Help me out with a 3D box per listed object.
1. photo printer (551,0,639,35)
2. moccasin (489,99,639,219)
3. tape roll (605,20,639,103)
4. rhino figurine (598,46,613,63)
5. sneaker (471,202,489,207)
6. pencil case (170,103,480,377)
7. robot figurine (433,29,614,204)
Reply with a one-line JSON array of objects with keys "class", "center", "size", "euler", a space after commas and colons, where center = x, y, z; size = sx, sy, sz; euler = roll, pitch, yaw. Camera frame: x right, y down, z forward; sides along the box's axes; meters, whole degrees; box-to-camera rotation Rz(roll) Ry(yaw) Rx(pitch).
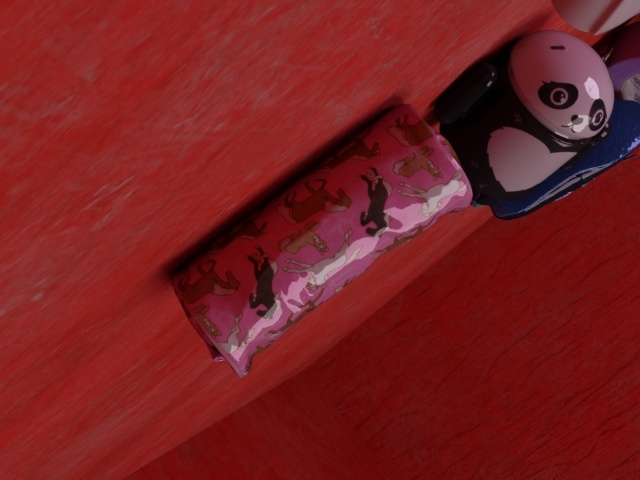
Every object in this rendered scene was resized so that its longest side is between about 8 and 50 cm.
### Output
[{"class": "photo printer", "center": [0.388, -0.365, 1.156], "size": [0.256, 0.107, 0.307], "euler": [-35, 171, -18]}, {"class": "moccasin", "center": [0.460, -0.156, 2.135], "size": [0.342, 0.137, 0.117], "euler": [-27, 167, 0]}, {"class": "tape roll", "center": [0.658, -0.294, 2.090], "size": [0.275, 0.275, 0.090], "euler": [120, -7, -70]}, {"class": "rhino figurine", "center": [0.444, -0.266, 2.065], "size": [0.243, 0.073, 0.106], "euler": [-43, 173, 23]}, {"class": "sneaker", "center": [0.321, -0.112, 2.259], "size": [0.107, 0.110, 0.275], "euler": [-41, 172, 22]}, {"class": "pencil case", "center": [0.000, 0.000, 1.377], "size": [0.386, 0.167, 0.160], "euler": [-37, -153, -5]}, {"class": "robot figurine", "center": [0.277, -0.163, 1.563], "size": [0.209, 0.173, 0.278], "euler": [-28, 168, -49]}]
